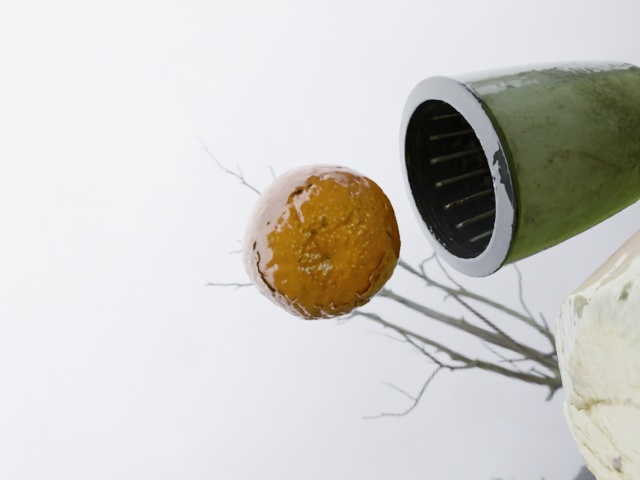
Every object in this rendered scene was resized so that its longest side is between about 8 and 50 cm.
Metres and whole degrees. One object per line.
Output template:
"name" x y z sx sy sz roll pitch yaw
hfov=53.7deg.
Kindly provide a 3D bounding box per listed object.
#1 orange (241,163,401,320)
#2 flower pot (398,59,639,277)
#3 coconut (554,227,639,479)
"orange" 0.000 0.000 0.765 0.161 0.193 0.194 -68 -8 -85
"flower pot" 0.324 -0.127 0.947 0.330 0.293 0.294 -16 -59 -18
"coconut" 0.319 0.059 0.334 0.309 0.297 0.298 -33 -46 -14
